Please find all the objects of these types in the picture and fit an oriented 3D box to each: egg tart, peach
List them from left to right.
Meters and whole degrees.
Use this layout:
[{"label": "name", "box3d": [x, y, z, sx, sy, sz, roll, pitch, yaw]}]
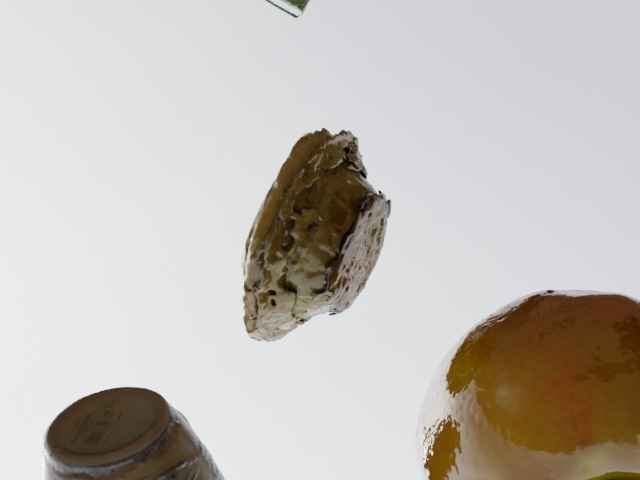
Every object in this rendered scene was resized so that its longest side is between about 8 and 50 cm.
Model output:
[{"label": "egg tart", "box3d": [0.000, 0.000, 1.563, 0.106, 0.241, 0.241, 19, -146, 18]}, {"label": "peach", "box3d": [0.230, 0.179, 1.471, 0.289, 0.289, 0.308, 3, -161, -12]}]

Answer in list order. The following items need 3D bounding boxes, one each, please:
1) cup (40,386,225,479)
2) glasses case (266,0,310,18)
[{"label": "cup", "box3d": [-0.188, 0.276, 1.702, 0.227, 0.257, 0.301, -4, -152, 11]}, {"label": "glasses case", "box3d": [0.002, -0.446, 2.128, 0.095, 0.272, 0.062, 31, 174, -4]}]
